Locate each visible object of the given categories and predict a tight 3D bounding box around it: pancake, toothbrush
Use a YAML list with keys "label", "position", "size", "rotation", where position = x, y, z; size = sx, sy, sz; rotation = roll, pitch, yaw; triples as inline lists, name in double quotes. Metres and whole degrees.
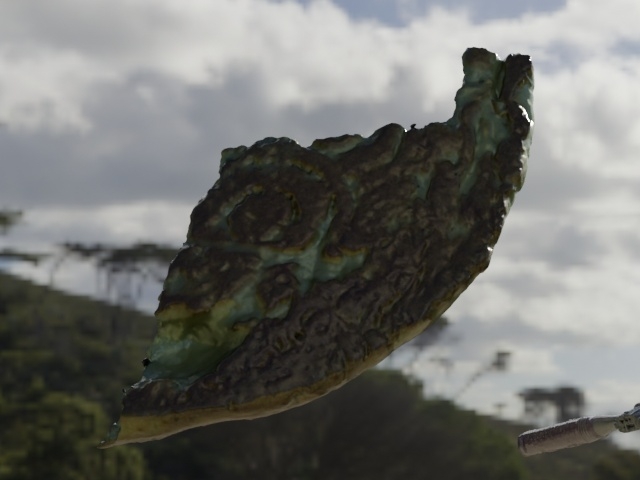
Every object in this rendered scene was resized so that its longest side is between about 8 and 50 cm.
- label: "pancake"
  position: [0.001, 0.004, 1.057]
  size: [0.376, 0.197, 0.054]
  rotation: [-36, -33, -16]
- label: "toothbrush"
  position: [0.222, 0.164, 1.425]
  size: [0.029, 0.024, 0.354]
  rotation: [-18, -7, -13]
